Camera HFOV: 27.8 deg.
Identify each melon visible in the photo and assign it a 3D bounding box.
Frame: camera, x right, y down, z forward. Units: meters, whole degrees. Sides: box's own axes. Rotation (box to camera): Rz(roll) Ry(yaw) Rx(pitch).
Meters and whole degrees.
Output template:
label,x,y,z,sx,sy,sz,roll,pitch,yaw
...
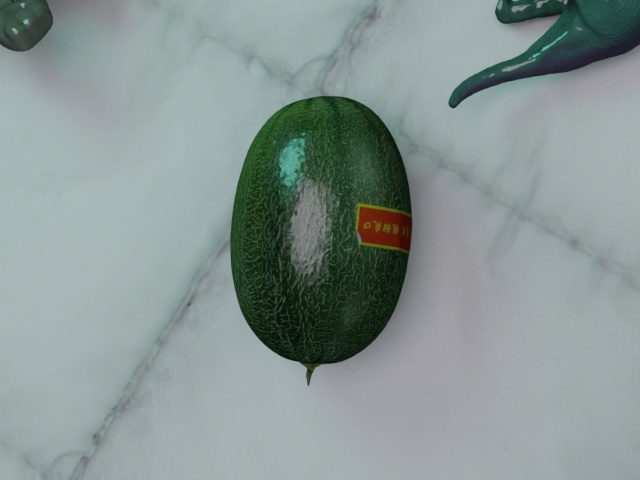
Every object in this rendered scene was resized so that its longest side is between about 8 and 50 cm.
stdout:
label,x,y,z,sx,sy,sz,roll,pitch,yaw
melon,0.000,0.000,1.280,0.182,0.182,0.287,6,90,15

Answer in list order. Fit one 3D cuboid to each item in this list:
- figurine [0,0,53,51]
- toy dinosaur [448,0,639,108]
label,x,y,z,sx,sy,sz,roll,pitch,yaw
figurine,-0.365,-0.342,1.404,0.285,0.167,0.342,-19,82,16
toy dinosaur,0.351,-0.244,1.257,0.331,0.129,0.383,23,93,6
